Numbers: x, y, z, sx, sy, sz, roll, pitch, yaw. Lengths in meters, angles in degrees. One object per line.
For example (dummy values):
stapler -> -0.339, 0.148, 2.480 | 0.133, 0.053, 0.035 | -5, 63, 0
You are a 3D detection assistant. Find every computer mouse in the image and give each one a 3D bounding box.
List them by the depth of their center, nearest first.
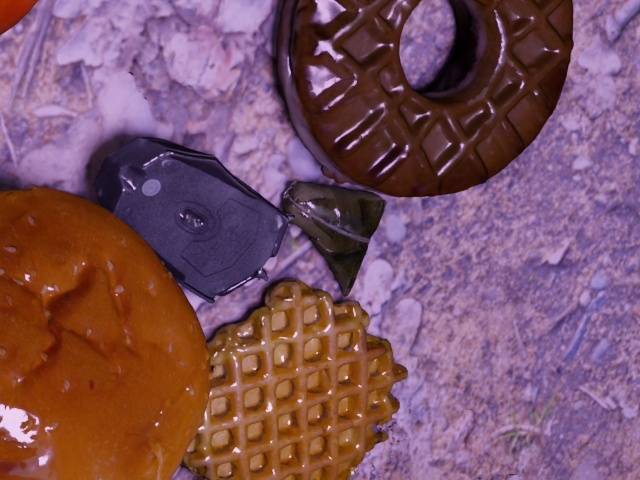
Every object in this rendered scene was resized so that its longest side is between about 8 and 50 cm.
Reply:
computer mouse -> -0.124, -0.028, 1.539 | 0.231, 0.071, 0.126 | 34, 100, -40

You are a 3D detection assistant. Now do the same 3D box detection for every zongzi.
zongzi -> 0.000, 0.000, 1.625 | 0.109, 0.055, 0.119 | 8, 111, -27

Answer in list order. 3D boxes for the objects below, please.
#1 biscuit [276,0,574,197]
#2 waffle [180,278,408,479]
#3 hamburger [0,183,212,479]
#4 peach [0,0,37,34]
biscuit -> 0.109, -0.199, 1.595 | 0.332, 0.103, 0.332 | -8, 108, -25
waffle -> -0.030, 0.171, 1.657 | 0.254, 0.052, 0.245 | -51, 122, -7
hamburger -> -0.240, 0.110, 1.400 | 0.314, 0.170, 0.290 | 46, 51, -15
peach -> -0.307, -0.247, 1.320 | 0.184, 0.184, 0.184 | -8, 108, -26
